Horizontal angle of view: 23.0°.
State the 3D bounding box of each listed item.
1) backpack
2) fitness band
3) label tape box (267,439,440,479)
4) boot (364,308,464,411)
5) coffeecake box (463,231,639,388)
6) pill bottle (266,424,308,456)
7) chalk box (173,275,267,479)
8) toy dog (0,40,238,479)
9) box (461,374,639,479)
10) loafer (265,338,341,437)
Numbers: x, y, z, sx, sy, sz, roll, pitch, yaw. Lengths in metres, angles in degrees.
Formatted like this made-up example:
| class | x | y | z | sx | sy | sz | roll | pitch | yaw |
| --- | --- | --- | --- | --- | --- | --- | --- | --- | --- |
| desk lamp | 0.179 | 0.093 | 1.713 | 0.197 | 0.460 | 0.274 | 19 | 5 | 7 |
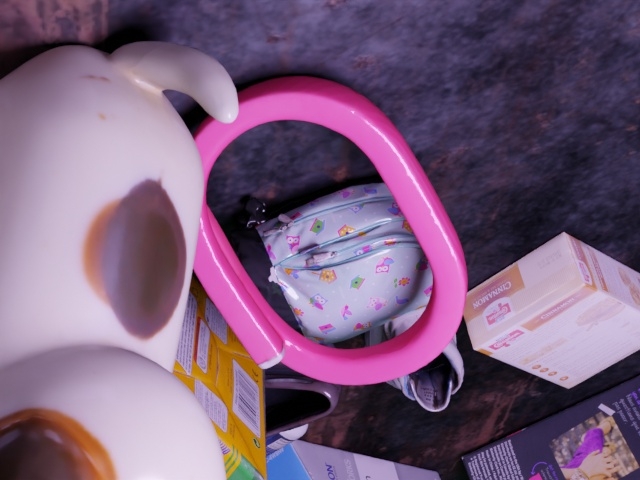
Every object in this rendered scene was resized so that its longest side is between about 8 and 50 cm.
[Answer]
| class | x | y | z | sx | sy | sz | roll | pitch | yaw |
| --- | --- | --- | --- | --- | --- | --- | --- | --- | --- |
| backpack | 0.024 | 0.019 | 1.430 | 0.182 | 0.115 | 0.152 | -20 | 145 | 3 |
| fitness band | 0.000 | 0.000 | 1.318 | 0.209 | 0.054 | 0.291 | -25 | 112 | 16 |
| label tape box | -0.039 | 0.357 | 1.926 | 0.348 | 0.115 | 0.249 | 18 | 135 | -44 |
| boot | 0.098 | 0.127 | 1.615 | 0.095 | 0.123 | 0.258 | -16 | 148 | 1 |
| coffeecake box | 0.260 | 0.078 | 1.659 | 0.142 | 0.068 | 0.185 | -34 | 143 | 28 |
| pill bottle | -0.056 | 0.196 | 1.712 | 0.120 | 0.067 | 0.067 | -33 | 144 | 26 |
| chalk box | -0.216 | 0.171 | 1.461 | 0.289 | 0.180 | 0.179 | -27 | 123 | 16 |
| toy dog | -0.185 | 0.085 | 1.168 | 0.395 | 0.408 | 0.284 | -25 | 147 | 16 |
| box | 0.342 | 0.297 | 1.959 | 0.270 | 0.143 | 0.165 | -27 | 148 | 17 |
| loafer | -0.124 | 0.174 | 1.603 | 0.302 | 0.095 | 0.109 | -19 | 120 | 1 |
